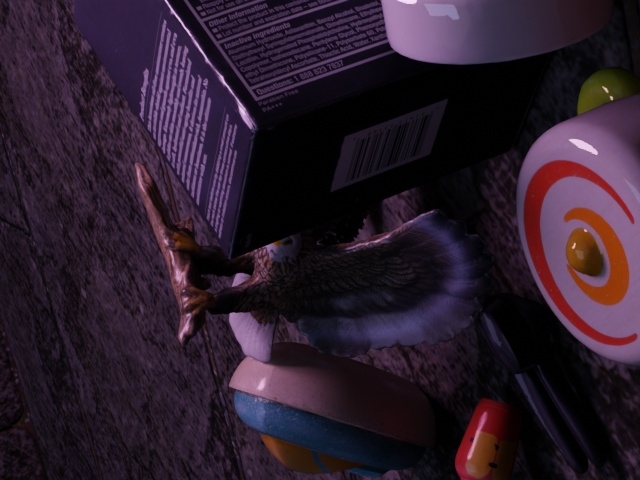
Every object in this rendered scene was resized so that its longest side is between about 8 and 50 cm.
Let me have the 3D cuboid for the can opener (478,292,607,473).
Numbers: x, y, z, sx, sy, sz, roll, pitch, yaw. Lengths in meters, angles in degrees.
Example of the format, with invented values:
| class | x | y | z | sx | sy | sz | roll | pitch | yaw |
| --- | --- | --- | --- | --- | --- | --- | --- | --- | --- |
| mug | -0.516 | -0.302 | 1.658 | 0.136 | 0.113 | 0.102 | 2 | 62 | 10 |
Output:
| class | x | y | z | sx | sy | sz | roll | pitch | yaw |
| --- | --- | --- | --- | --- | --- | --- | --- | --- | --- |
| can opener | 0.200 | 0.130 | 1.521 | 0.059 | 0.073 | 0.186 | -23 | 98 | 57 |

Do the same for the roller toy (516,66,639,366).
| class | x | y | z | sx | sy | sz | roll | pitch | yaw |
| --- | --- | --- | --- | --- | --- | --- | --- | --- | --- |
| roller toy | 0.242 | -0.010 | 1.220 | 0.209 | 0.146 | 0.191 | 33 | 138 | 50 |

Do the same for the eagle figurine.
| class | x | y | z | sx | sy | sz | roll | pitch | yaw |
| --- | --- | --- | --- | --- | --- | --- | --- | --- | --- |
| eagle figurine | 0.000 | 0.001 | 1.545 | 0.225 | 0.298 | 0.226 | -105 | -4 | -72 |

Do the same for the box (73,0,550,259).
| class | x | y | z | sx | sy | sz | roll | pitch | yaw |
| --- | --- | --- | --- | --- | --- | --- | --- | --- | --- |
| box | -0.012 | -0.185 | 1.411 | 0.294 | 0.296 | 0.182 | 56 | 152 | 26 |

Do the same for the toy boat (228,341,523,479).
| class | x | y | z | sx | sy | sz | roll | pitch | yaw |
| --- | --- | --- | --- | --- | --- | --- | --- | --- | --- |
| toy boat | 0.054 | 0.203 | 1.680 | 0.318 | 0.267 | 0.148 | 14 | 84 | 37 |

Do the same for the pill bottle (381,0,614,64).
| class | x | y | z | sx | sy | sz | roll | pitch | yaw |
| --- | --- | --- | --- | --- | --- | --- | --- | --- | --- |
| pill bottle | 0.107 | -0.322 | 1.176 | 0.204 | 0.204 | 0.361 | 27 | 133 | 54 |

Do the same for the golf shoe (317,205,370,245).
| class | x | y | z | sx | sy | sz | roll | pitch | yaw |
| --- | --- | --- | --- | --- | --- | --- | --- | --- | --- |
| golf shoe | 0.000 | -0.091 | 1.733 | 0.094 | 0.077 | 0.198 | -151 | 52 | -69 |
